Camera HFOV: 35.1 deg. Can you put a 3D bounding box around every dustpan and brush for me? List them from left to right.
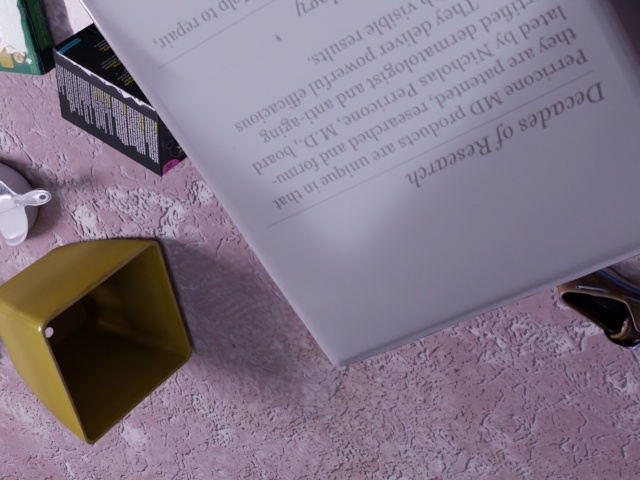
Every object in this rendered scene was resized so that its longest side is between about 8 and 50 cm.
[{"bbox_3d":[-0.435,-0.059,1.426,0.211,0.060,0.147,-11,118,35],"label":"dustpan and brush"}]

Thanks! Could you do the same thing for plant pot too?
[{"bbox_3d":[-0.340,0.118,1.423,0.187,0.212,0.212,16,131,35],"label":"plant pot"}]

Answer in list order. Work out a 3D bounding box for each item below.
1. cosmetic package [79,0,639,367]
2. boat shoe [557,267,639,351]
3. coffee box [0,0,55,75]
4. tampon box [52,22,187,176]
[{"bbox_3d":[0.074,-0.181,0.831,0.327,0.329,0.393,-25,110,25],"label":"cosmetic package"},{"bbox_3d":[0.340,0.088,1.103,0.183,0.066,0.066,26,133,10],"label":"boat shoe"},{"bbox_3d":[-0.427,-0.272,1.273,0.184,0.040,0.113,9,127,23],"label":"coffee box"},{"bbox_3d":[-0.201,-0.172,1.147,0.161,0.120,0.101,31,142,21],"label":"tampon box"}]
